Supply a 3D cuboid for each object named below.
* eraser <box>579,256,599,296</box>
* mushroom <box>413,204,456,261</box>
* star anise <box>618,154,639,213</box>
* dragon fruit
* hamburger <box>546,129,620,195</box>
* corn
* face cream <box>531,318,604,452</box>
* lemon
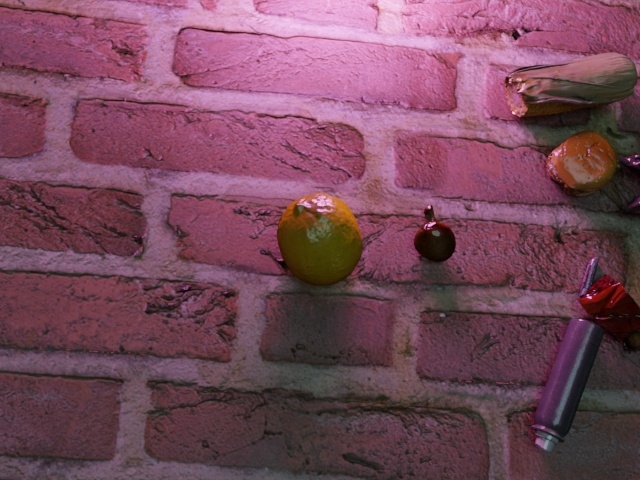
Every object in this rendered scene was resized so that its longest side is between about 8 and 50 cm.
[{"bbox_3d":[0.600,0.081,1.418,0.019,0.027,0.099,20,75,7],"label":"eraser"},{"bbox_3d":[0.242,-0.017,1.385,0.088,0.072,0.130,-19,75,21],"label":"mushroom"},{"bbox_3d":[0.837,-0.124,1.444,0.331,0.117,0.332,0,78,0],"label":"star anise"},{"bbox_3d":[0.648,0.171,1.384,0.092,0.122,0.192,-40,102,12],"label":"dragon fruit"},{"bbox_3d":[0.599,-0.174,1.452,0.147,0.083,0.138,-34,82,-8],"label":"hamburger"},{"bbox_3d":[0.574,-0.360,1.471,0.304,0.122,0.124,-11,91,-7],"label":"corn"},{"bbox_3d":[0.513,0.303,1.332,0.073,0.073,0.284,26,75,1],"label":"face cream"},{"bbox_3d":[-0.001,-0.003,1.296,0.180,0.180,0.193,-30,106,-12],"label":"lemon"}]
